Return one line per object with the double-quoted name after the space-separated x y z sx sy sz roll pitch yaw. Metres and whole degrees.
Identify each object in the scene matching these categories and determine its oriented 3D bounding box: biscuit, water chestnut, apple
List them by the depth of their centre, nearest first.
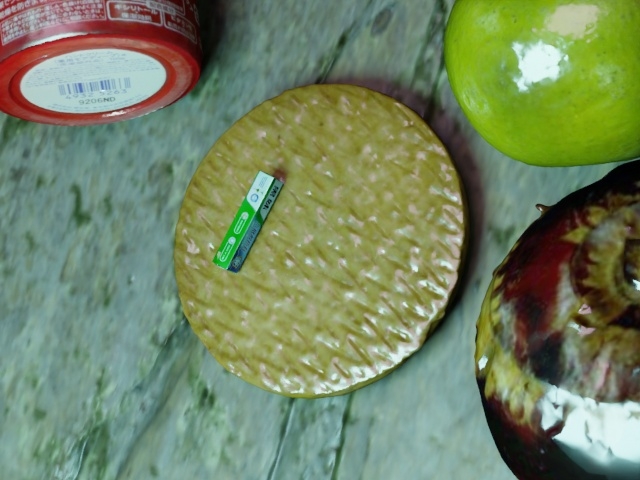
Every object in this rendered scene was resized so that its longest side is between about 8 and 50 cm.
0.253 0.095 1.083 0.300 0.300 0.300 -7 73 24 "water chestnut"
0.188 -0.136 1.197 0.196 0.196 0.157 -3 109 25 "apple"
0.001 0.000 1.333 0.262 0.037 0.262 -7 73 24 "biscuit"

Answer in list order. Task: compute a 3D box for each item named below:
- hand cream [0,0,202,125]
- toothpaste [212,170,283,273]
-0.195 -0.185 1.393 0.193 0.193 0.125 -15 69 22 "hand cream"
-0.058 -0.015 1.333 0.017 0.020 0.083 27 89 27 "toothpaste"
